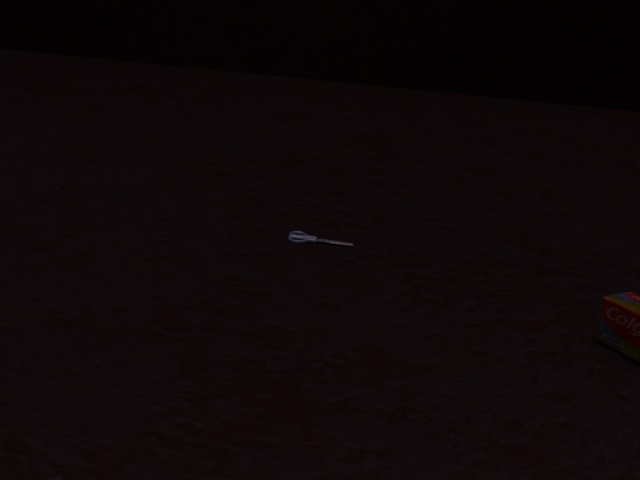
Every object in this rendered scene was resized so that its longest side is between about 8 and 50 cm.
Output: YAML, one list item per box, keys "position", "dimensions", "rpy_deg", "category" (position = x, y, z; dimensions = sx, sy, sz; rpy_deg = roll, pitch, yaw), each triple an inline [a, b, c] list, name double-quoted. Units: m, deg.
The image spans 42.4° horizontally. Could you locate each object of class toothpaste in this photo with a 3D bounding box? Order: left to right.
- position: [0.341, 0.096, 0.751]
  dimensions: [0.044, 0.070, 0.193]
  rpy_deg: [-5, 21, -28]
  category: "toothpaste"

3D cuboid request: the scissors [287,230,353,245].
- position: [0.000, 0.000, 1.036]
  dimensions: [0.083, 0.006, 0.036]
  rpy_deg: [8, 20, 3]
  category: "scissors"
